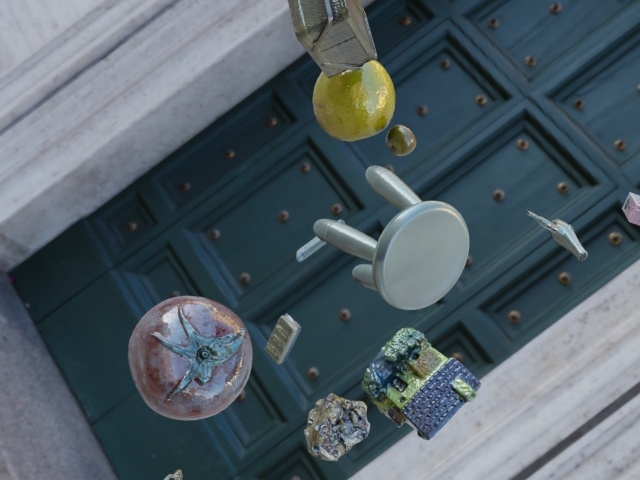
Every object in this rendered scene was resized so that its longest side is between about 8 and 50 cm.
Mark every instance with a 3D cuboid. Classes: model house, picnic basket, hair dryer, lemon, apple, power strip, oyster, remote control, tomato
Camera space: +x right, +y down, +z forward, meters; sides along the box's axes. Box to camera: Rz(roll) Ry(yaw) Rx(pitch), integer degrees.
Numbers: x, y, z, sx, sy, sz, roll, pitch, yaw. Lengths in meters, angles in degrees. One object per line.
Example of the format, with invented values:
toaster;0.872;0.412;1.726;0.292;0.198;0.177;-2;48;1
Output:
model house;0.233;0.339;1.634;0.211;0.194;0.170;30;-23;51
picnic basket;0.030;-0.541;1.794;0.266;0.139;0.165;32;43;-65
hair dryer;0.684;-0.017;2.057;0.199;0.067;0.167;18;27;-45
lemon;0.092;-0.420;2.054;0.240;0.240;0.219;-128;-161;-54
apple;0.228;-0.283;2.033;0.089;0.074;0.089;42;-21;20
power strip;-0.091;0.237;1.733;0.056;0.123;0.032;42;33;27
oyster;0.032;0.527;2.069;0.223;0.214;0.083;17;-43;47
remote control;0.000;0.000;1.487;0.018;0.124;0.053;52;8;-12
tomato;-0.330;0.298;1.829;0.317;0.316;0.282;53;-26;-10

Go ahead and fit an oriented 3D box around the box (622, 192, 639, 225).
box;0.732;-0.061;1.605;0.089;0.043;0.125;22;21;10

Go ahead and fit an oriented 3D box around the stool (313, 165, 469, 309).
stool;0.130;-0.004;1.274;0.195;0.195;0.198;49;-8;-38

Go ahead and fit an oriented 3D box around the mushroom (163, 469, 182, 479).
mushroom;-0.301;0.476;1.278;0.028;0.026;0.286;28;10;5
